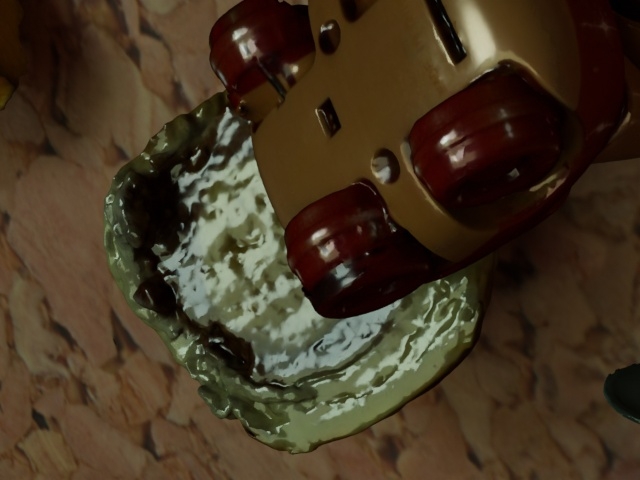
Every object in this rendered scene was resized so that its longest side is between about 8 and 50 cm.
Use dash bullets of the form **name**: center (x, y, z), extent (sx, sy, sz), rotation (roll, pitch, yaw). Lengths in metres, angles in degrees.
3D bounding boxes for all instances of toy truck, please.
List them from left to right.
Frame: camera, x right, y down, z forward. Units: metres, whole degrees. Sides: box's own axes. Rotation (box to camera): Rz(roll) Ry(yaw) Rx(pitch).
- **toy truck**: center (0.095, -0.087, 0.944), extent (0.265, 0.239, 0.189), rotation (-40, 65, 44)

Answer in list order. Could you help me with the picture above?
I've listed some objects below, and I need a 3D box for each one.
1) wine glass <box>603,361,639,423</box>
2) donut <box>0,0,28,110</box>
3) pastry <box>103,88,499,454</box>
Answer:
- **wine glass**: center (0.209, 0.180, 1.089), extent (0.079, 0.079, 0.195), rotation (22, 123, 33)
- **donut**: center (-0.446, -0.120, 1.344), extent (0.435, 0.378, 0.163), rotation (-42, 42, 45)
- **pastry**: center (0.009, 0.001, 1.113), extent (0.256, 0.170, 0.236), rotation (-39, 81, 11)
